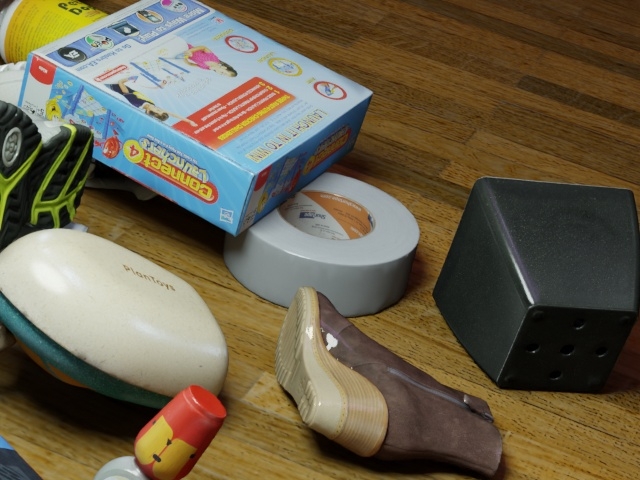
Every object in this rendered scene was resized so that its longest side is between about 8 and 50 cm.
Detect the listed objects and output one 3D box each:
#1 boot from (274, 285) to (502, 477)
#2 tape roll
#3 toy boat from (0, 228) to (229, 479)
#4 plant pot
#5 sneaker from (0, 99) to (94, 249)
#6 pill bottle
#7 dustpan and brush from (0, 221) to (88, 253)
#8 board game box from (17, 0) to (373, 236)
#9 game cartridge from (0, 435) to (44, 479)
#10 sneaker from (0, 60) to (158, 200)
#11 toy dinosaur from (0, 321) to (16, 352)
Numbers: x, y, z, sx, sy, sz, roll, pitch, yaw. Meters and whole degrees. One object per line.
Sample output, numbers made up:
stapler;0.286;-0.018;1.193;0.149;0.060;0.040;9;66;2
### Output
boot;0.067;0.148;1.758;0.207;0.090;0.248;17;25;-18
tape roll;0.000;0.000;1.976;0.219;0.072;0.219;10;29;-6
toy boat;-0.191;0.123;1.597;0.267;0.148;0.318;29;18;-38
plant pot;0.247;0.061;1.872;0.187;0.188;0.167;5;43;-15
sneaker;-0.344;-0.072;1.654;0.147;0.145;0.385;15;0;10
pill bottle;-0.338;-0.259;2.256;0.215;0.117;0.117;25;31;22
dustpan and brush;-0.356;-0.008;1.776;0.211;0.060;0.147;20;14;-6
board game box;-0.140;-0.160;2.007;0.302;0.086;0.308;29;32;15
game cartridge;-0.352;0.149;1.365;0.355;0.068;0.230;37;13;35
sneaker;-0.296;-0.130;2.067;0.292;0.110;0.118;18;38;10
toy dinosaur;-0.415;0.081;1.610;0.295;0.200;0.127;52;-3;14
